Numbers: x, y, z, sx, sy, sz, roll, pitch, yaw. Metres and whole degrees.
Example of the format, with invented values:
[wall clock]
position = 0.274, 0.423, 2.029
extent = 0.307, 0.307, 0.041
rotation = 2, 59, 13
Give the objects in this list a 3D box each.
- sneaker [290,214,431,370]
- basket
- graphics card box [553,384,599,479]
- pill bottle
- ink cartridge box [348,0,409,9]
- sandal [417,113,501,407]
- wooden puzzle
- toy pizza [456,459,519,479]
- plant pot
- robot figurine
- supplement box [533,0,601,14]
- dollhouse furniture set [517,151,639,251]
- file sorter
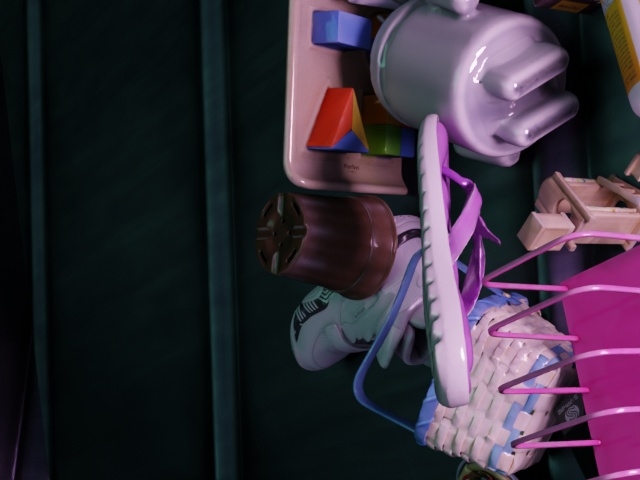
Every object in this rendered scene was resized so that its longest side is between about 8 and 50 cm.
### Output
[sneaker]
position = 0.081, 0.145, 2.068
extent = 0.366, 0.137, 0.210
rotation = -53, 45, 37
[basket]
position = 0.201, 0.180, 1.800
extent = 0.289, 0.201, 0.254
rotation = 31, 107, 23
[graphics card box]
position = 0.447, 0.299, 1.560
extent = 0.233, 0.094, 0.371
rotation = -54, 47, 40
[pill bottle]
position = 0.428, -0.226, 1.562
extent = 0.136, 0.136, 0.245
rotation = -34, 62, 51
[ink cartridge box]
position = 0.134, -0.509, 1.930
extent = 0.129, 0.223, 0.307
rotation = -23, 71, 53
[sandal]
position = 0.181, 0.024, 1.669
extent = 0.169, 0.102, 0.416
rotation = 82, -174, -59
[wooden puzzle]
position = 0.061, -0.247, 1.976
extent = 0.080, 0.322, 0.347
rotation = -3, 88, 34
[toy pizza]
position = 0.253, 0.399, 1.835
extent = 0.201, 0.032, 0.201
rotation = 42, 146, 38
[plant pot]
position = 0.000, 0.000, 1.965
extent = 0.167, 0.165, 0.167
rotation = -15, 71, 50
[robot figurine]
position = 0.205, -0.238, 1.840
extent = 0.353, 0.200, 0.300
rotation = 30, 142, 52
[supplement box]
position = 0.367, -0.374, 1.686
extent = 0.188, 0.104, 0.080
rotation = -30, 65, 52
[dollhouse furniture set]
position = 0.343, -0.079, 1.645
extent = 0.101, 0.182, 0.161
rotation = 60, 136, 38
[file sorter]
position = 0.322, 0.152, 1.510
extent = 0.202, 0.182, 0.290
rotation = -33, 60, 51
